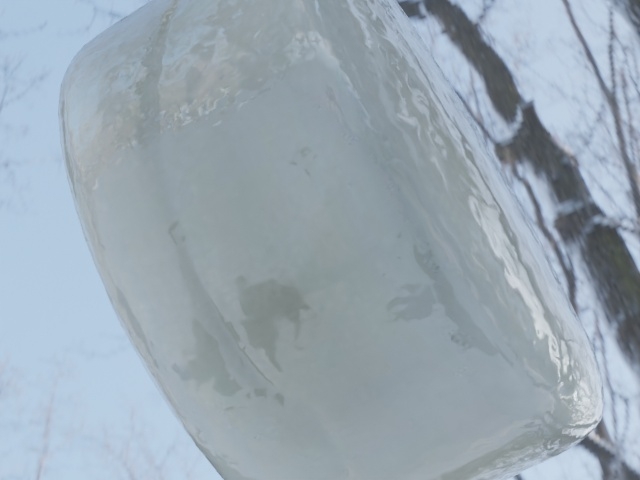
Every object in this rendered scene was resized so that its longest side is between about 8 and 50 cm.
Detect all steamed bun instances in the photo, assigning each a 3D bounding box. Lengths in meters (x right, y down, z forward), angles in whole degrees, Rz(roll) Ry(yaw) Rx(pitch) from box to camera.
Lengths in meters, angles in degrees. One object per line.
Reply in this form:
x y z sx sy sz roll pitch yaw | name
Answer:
0.000 0.000 0.661 0.146 0.164 0.242 -30 -92 17 | steamed bun
